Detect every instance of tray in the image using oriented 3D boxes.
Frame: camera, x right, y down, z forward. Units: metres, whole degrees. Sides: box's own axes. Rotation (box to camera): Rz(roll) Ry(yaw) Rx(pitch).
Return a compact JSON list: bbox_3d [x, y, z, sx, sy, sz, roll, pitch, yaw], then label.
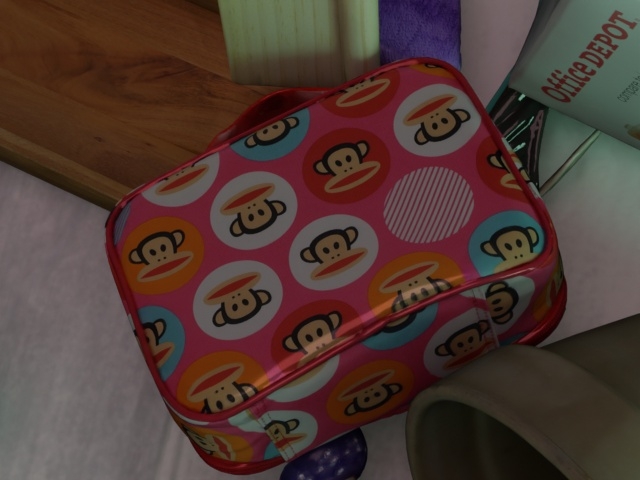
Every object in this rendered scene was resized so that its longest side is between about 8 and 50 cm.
[{"bbox_3d":[-0.179,-0.141,1.365,0.411,0.076,0.203,25,77,16],"label":"tray"}]

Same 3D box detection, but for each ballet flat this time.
[{"bbox_3d":[0.187,-0.133,1.294,0.096,0.095,0.280,24,88,7],"label":"ballet flat"}]

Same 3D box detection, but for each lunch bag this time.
[{"bbox_3d":[0.000,0.000,1.173,0.293,0.120,0.258,-25,54,-1],"label":"lunch bag"}]

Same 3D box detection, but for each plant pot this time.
[{"bbox_3d":[0.260,0.161,1.085,0.280,0.323,0.323,-31,69,-18],"label":"plant pot"}]

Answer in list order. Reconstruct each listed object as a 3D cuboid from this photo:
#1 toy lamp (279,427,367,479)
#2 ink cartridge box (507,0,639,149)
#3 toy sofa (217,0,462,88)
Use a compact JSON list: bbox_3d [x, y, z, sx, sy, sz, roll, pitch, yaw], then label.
[{"bbox_3d":[0.076,0.252,1.139,0.080,0.080,0.274,-36,66,-3],"label":"toy lamp"},{"bbox_3d":[0.341,-0.119,1.110,0.385,0.279,0.160,26,80,1],"label":"ink cartridge box"},{"bbox_3d":[0.035,-0.292,1.290,0.177,0.150,0.362,5,58,7],"label":"toy sofa"}]
